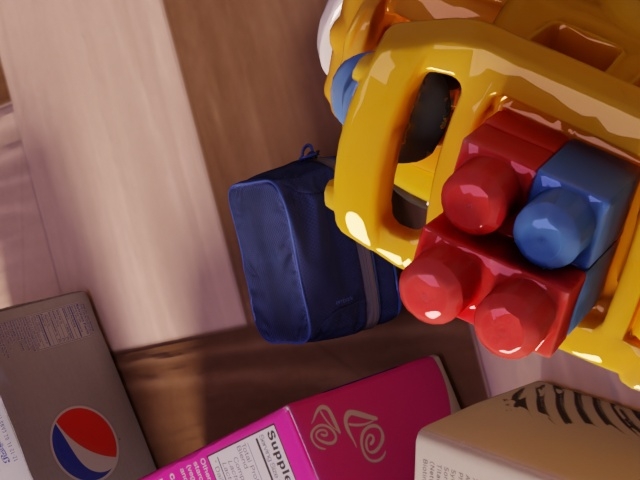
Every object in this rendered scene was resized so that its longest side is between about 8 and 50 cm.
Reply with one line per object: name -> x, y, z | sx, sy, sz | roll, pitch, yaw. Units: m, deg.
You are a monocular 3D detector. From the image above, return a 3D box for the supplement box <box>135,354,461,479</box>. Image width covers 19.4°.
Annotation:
supplement box -> -0.022, 0.154, 0.978 | 0.220, 0.111, 0.114 | -29, 80, 46

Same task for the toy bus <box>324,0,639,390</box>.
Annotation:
toy bus -> 0.076, -0.037, 0.733 | 0.220, 0.211, 0.149 | 27, 125, 22

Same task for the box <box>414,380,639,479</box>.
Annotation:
box -> 0.169, 0.151, 0.792 | 0.275, 0.094, 0.113 | 17, 113, 42

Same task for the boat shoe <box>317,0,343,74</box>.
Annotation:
boat shoe -> 0.049, -0.151, 0.858 | 0.063, 0.066, 0.184 | -97, 24, -44

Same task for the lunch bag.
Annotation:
lunch bag -> 0.000, 0.000, 0.946 | 0.067, 0.065, 0.098 | 1, 104, 62

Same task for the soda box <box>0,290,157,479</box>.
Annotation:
soda box -> -0.149, 0.182, 1.133 | 0.098, 0.091, 0.286 | -31, 79, 45
